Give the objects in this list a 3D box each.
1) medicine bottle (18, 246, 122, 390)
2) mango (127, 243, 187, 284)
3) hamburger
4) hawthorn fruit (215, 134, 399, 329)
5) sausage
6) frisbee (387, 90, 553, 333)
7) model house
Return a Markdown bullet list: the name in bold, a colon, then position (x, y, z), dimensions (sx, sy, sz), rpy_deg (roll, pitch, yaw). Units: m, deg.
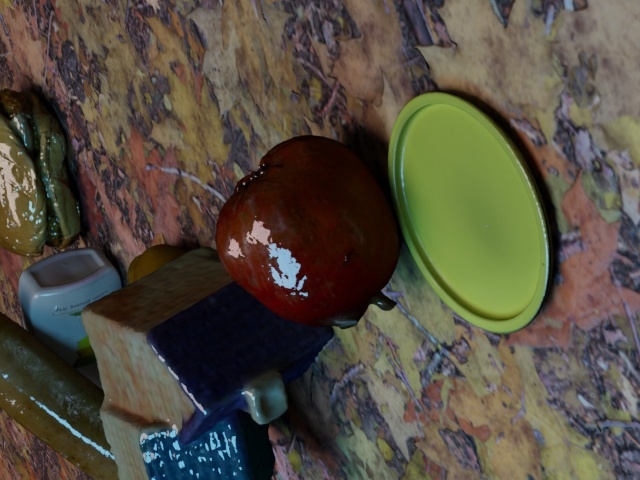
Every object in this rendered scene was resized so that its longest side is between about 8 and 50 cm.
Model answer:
- **medicine bottle**: position (-0.400, 0.163, 2.216), dimensions (0.111, 0.161, 0.296), rpy_deg (46, 145, 43)
- **mango**: position (-0.216, 0.069, 1.881), dimensions (0.227, 0.099, 0.136), rpy_deg (14, 126, 68)
- **hamburger**: position (-0.508, -0.113, 2.238), dimensions (0.259, 0.144, 0.283), rpy_deg (20, 122, 60)
- **hawthorn fruit**: position (0.000, 0.000, 1.350), dimensions (0.202, 0.185, 0.185), rpy_deg (46, 152, -2)
- **sausage**: position (-0.391, 0.270, 2.109), dimensions (0.501, 0.123, 0.136), rpy_deg (37, 137, -4)
- **frisbee**: position (0.136, -0.025, 1.238), dimensions (0.236, 0.017, 0.236), rpy_deg (41, 143, 42)
- **model house**: position (-0.113, 0.197, 1.646), dimensions (0.280, 0.245, 0.312), rpy_deg (12, 121, 50)
